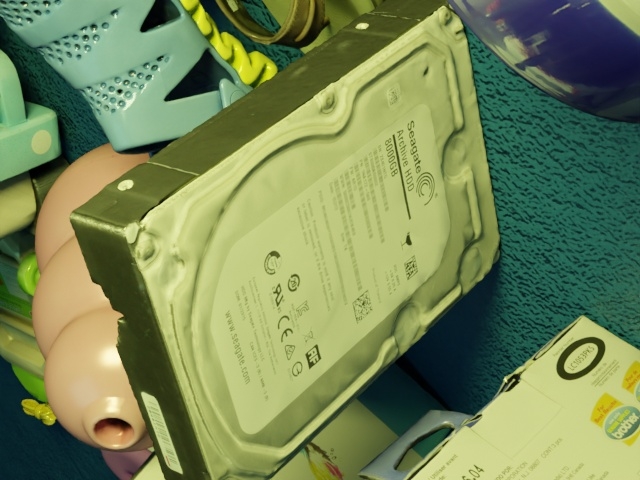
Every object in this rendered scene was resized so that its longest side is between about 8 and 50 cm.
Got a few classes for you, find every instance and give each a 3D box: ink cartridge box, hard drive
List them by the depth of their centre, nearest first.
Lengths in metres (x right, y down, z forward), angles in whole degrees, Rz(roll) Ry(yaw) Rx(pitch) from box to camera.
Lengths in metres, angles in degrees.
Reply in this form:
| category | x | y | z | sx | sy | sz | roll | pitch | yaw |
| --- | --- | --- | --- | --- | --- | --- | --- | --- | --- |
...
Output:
| category | x | y | z | sx | sy | sz | roll | pitch | yaw |
| --- | --- | --- | --- | --- | --- | --- | --- | --- | --- |
| hard drive | 0.000 | 0.000 | 0.896 | 0.064 | 0.339 | 0.237 | 15 | 130 | 39 |
| ink cartridge box | 0.215 | 0.229 | 0.914 | 0.395 | 0.270 | 0.151 | 34 | 137 | 24 |
| ink cartridge box | -0.051 | 0.226 | 1.195 | 0.197 | 0.270 | 0.198 | 42 | 145 | 0 |

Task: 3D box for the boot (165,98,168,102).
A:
| category | x | y | z | sx | sy | sz | roll | pitch | yaw |
| --- | --- | --- | --- | --- | --- | --- | --- | --- | --- |
| boot | -0.126 | -0.204 | 1.105 | 0.208 | 0.076 | 0.190 | -22 | 103 | 48 |

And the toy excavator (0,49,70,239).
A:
| category | x | y | z | sx | sy | sz | roll | pitch | yaw |
| --- | --- | --- | --- | --- | --- | --- | --- | --- | --- |
| toy excavator | -0.393 | -0.180 | 1.327 | 0.433 | 0.222 | 0.445 | 17 | 124 | 38 |

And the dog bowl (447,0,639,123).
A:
| category | x | y | z | sx | sy | sz | roll | pitch | yaw |
| --- | --- | --- | --- | --- | --- | --- | --- | --- | --- |
| dog bowl | 0.162 | -0.193 | 0.601 | 0.265 | 0.265 | 0.104 | 57 | 148 | -7 |

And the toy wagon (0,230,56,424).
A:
| category | x | y | z | sx | sy | sz | roll | pitch | yaw |
| --- | --- | --- | --- | --- | --- | --- | --- | --- | --- |
| toy wagon | -0.405 | 0.091 | 1.681 | 0.267 | 0.068 | 0.344 | 18 | 135 | 40 |

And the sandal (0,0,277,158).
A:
| category | x | y | z | sx | sy | sz | roll | pitch | yaw |
| --- | --- | --- | --- | --- | --- | --- | --- | --- | --- |
| sandal | -0.136 | -0.126 | 1.003 | 0.126 | 0.138 | 0.317 | -17 | 140 | 43 |

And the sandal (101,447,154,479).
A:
| category | x | y | z | sx | sy | sz | roll | pitch | yaw |
| --- | --- | --- | --- | --- | --- | --- | --- | --- | --- |
| sandal | -0.156 | 0.386 | 1.628 | 0.416 | 0.102 | 0.169 | 39 | 143 | 19 |

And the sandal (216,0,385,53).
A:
| category | x | y | z | sx | sy | sz | roll | pitch | yaw |
| --- | --- | --- | --- | --- | --- | --- | --- | --- | --- |
| sandal | -0.041 | -0.193 | 0.906 | 0.120 | 0.086 | 0.303 | 26 | 171 | 26 |

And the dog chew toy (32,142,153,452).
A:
| category | x | y | z | sx | sy | sz | roll | pitch | yaw |
| --- | --- | --- | --- | --- | --- | --- | --- | --- | --- |
| dog chew toy | -0.165 | 0.053 | 1.144 | 0.206 | 0.332 | 0.207 | 0 | 126 | 0 |
